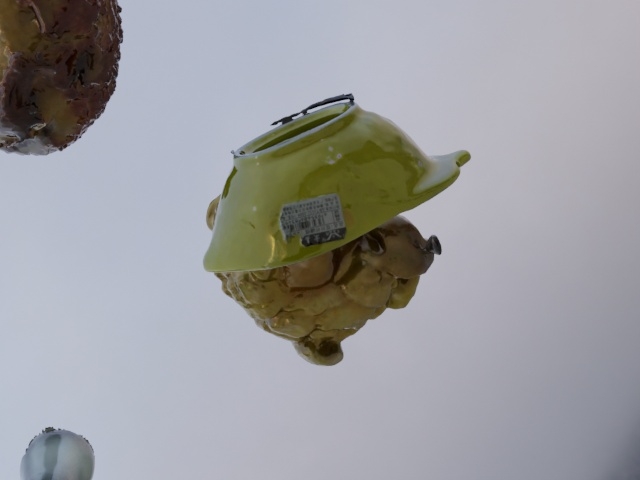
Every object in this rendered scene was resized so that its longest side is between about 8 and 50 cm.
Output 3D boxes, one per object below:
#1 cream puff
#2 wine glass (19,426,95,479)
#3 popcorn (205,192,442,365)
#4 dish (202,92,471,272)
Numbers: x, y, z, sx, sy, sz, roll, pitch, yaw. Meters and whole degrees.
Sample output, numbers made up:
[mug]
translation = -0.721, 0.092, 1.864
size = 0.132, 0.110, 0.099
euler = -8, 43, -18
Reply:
[cream puff]
translation = -0.365, -0.261, 1.215
size = 0.228, 0.350, 0.350
euler = -32, -30, -49
[wine glass]
translation = -0.235, 0.222, 0.899
size = 0.072, 0.155, 0.072
euler = -2, -78, -7
[popcorn]
translation = -0.008, 0.015, 0.902
size = 0.194, 0.140, 0.163
euler = 11, -55, -24
[dish]
translation = 0.000, -0.050, 0.732
size = 0.207, 0.149, 0.080
euler = -25, -74, -4
